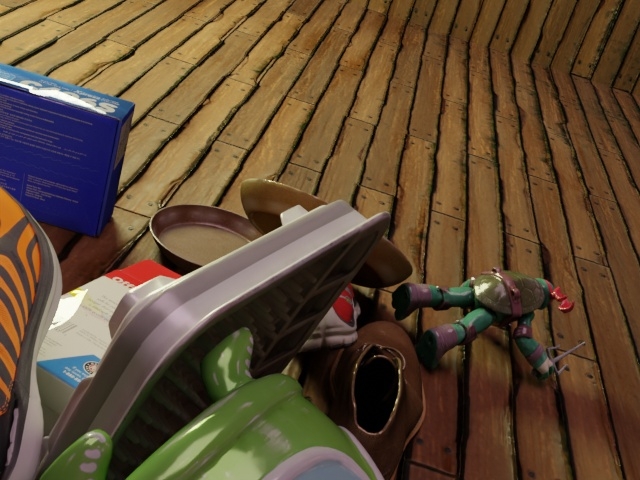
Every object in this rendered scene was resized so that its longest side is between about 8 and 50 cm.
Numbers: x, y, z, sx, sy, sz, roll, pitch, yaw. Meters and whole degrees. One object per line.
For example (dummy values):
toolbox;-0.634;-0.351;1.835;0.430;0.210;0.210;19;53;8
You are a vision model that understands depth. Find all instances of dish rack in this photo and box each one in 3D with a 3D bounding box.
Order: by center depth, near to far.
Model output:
dish rack;-0.095;0.091;0.777;0.072;0.285;0.333;42;32;11

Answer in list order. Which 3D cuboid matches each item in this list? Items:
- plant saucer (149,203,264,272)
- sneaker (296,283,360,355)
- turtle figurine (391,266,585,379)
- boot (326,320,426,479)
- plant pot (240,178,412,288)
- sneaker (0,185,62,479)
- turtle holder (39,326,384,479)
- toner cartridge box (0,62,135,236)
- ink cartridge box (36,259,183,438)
plant saucer;-0.139;0.005;1.218;0.168;0.029;0.168;14;27;-7
sneaker;-0.005;0.043;1.063;0.107;0.118;0.279;-6;8;-6
turtle figurine;0.217;0.090;1.189;0.234;0.118;0.175;-5;29;-25
boot;0.064;0.147;0.973;0.112;0.115;0.305;17;24;3
plant pot;0.000;0.000;1.155;0.236;0.032;0.236;26;-14;7
sneaker;-0.277;0.030;0.685;0.124;0.180;0.321;-20;49;-2
turtle holder;-0.073;0.230;0.585;0.227;0.243;0.320;43;22;11
toner cartridge box;-0.417;-0.135;1.163;0.347;0.165;0.075;17;25;-3
ink cartridge box;-0.198;0.106;0.924;0.134;0.078;0.231;27;27;20
